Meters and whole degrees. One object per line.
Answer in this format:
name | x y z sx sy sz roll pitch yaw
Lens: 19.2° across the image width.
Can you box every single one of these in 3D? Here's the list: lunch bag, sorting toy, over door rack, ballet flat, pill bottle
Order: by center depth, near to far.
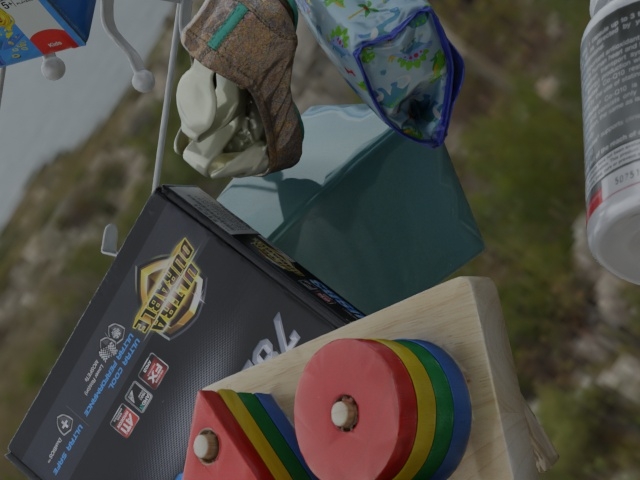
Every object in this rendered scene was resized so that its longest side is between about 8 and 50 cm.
sorting toy | 0.008 0.178 1.133 0.257 0.089 0.255 -26 67 42
lunch bag | 0.052 -0.160 1.562 0.096 0.151 0.129 -30 50 -6
ballet flat | -0.078 -0.115 1.590 0.106 0.107 0.316 -52 -16 -18
pill bottle | 0.302 -0.116 1.600 0.161 0.161 0.283 -36 43 46
over door rack | -0.206 -0.122 1.784 0.108 0.239 0.324 28 106 39

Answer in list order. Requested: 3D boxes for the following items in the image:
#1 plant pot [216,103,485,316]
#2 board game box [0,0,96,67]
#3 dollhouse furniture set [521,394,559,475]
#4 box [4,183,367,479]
plant pot | 0.000 0.000 1.765 0.165 0.166 0.234 1 33 48
board game box | -0.310 -0.264 1.526 0.302 0.086 0.308 -13 52 25
dollhouse furniture set | 0.010 0.247 2.016 0.362 0.256 0.394 -34 -6 15
box | -0.087 0.151 1.604 0.295 0.293 0.073 -58 -22 16
